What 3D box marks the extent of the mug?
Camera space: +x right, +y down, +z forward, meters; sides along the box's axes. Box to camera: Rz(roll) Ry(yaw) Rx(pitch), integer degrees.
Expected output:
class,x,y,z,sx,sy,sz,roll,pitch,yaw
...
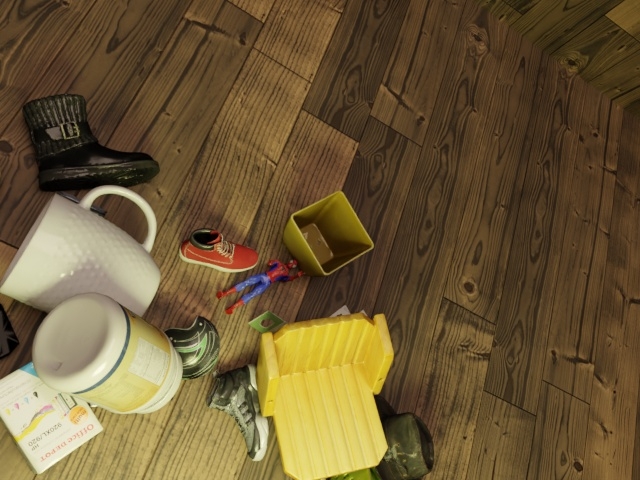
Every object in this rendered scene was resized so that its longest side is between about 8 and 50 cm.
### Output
class,x,y,z,sx,sy,sz,roll,pitch,yaw
mug,-0.576,0.035,1.584,0.328,0.276,0.374,31,78,-25

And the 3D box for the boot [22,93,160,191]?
class,x,y,z,sx,sy,sz,roll,pitch,yaw
boot,-0.652,-0.288,1.756,0.348,0.131,0.260,-7,76,-28

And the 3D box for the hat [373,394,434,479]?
class,x,y,z,sx,sy,sz,roll,pitch,yaw
hat,0.258,0.607,1.829,0.331,0.134,0.331,41,33,-34

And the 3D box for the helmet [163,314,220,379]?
class,x,y,z,sx,sy,sz,roll,pitch,yaw
helmet,-0.356,0.296,1.689,0.162,0.169,0.169,-11,78,-14

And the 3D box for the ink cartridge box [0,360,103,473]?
class,x,y,z,sx,sy,sz,roll,pitch,yaw
ink cartridge box,-0.669,0.416,1.482,0.171,0.168,0.232,-33,90,-32

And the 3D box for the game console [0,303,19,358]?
class,x,y,z,sx,sy,sz,roll,pitch,yaw
game console,-0.922,0.159,1.516,0.213,0.044,0.361,-25,85,-31

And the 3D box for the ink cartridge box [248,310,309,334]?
class,x,y,z,sx,sy,sz,roll,pitch,yaw
ink cartridge box,-0.082,0.276,1.827,0.235,0.171,0.056,38,56,-10

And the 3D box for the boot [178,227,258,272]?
class,x,y,z,sx,sy,sz,roll,pitch,yaw
boot,-0.279,0.026,1.812,0.244,0.176,0.088,9,67,-25

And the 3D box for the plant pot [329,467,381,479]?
class,x,y,z,sx,sy,sz,roll,pitch,yaw
plant pot,0.098,0.768,1.691,0.207,0.228,0.227,-29,101,3

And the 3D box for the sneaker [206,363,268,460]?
class,x,y,z,sx,sy,sz,roll,pitch,yaw
sneaker,-0.239,0.486,1.721,0.153,0.101,0.268,1,66,-26

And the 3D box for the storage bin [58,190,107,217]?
class,x,y,z,sx,sy,sz,roll,pitch,yaw
storage bin,-0.676,-0.067,1.699,0.135,0.098,0.091,27,90,-17

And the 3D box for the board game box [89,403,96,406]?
class,x,y,z,sx,sy,sz,roll,pitch,yaw
board game box,-0.567,0.392,1.629,0.090,0.020,0.090,1,72,-27

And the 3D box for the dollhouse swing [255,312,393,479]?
class,x,y,z,sx,sy,sz,roll,pitch,yaw
dollhouse swing,0.031,0.419,1.629,0.347,0.315,0.305,-6,47,-17

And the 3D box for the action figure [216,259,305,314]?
class,x,y,z,sx,sy,sz,roll,pitch,yaw
action figure,-0.165,0.118,1.865,0.280,0.139,0.091,-30,89,-34

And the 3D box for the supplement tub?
class,x,y,z,sx,sy,sz,roll,pitch,yaw
supplement tub,-0.488,0.280,1.451,0.228,0.316,0.228,-8,60,15

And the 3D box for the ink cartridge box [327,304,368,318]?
class,x,y,z,sx,sy,sz,roll,pitch,yaw
ink cartridge box,0.117,0.305,1.968,0.115,0.067,0.198,-32,89,-44

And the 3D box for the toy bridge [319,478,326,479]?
class,x,y,z,sx,sy,sz,roll,pitch,yaw
toy bridge,-0.003,0.696,1.808,0.188,0.026,0.063,-25,84,-31

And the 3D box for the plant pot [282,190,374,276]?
class,x,y,z,sx,sy,sz,roll,pitch,yaw
plant pot,0.000,0.000,1.955,0.212,0.187,0.212,-29,87,-32
